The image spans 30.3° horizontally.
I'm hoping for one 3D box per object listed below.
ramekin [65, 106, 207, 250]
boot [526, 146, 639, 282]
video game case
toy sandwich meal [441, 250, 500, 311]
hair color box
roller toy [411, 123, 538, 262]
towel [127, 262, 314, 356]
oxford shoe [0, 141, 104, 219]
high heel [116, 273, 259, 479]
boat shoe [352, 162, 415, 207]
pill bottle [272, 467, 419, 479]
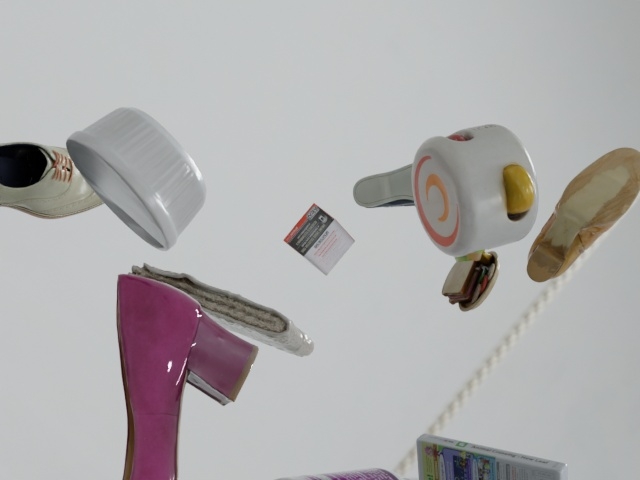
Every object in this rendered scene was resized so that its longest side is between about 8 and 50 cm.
[{"bbox_3d":[-0.322,-0.119,2.129,0.273,0.127,0.273,41,-19,17],"label":"ramekin"},{"bbox_3d":[0.464,-0.054,2.079,0.104,0.295,0.211,39,20,7],"label":"boot"},{"bbox_3d":[0.207,0.348,1.418,0.193,0.023,0.213,6,-71,36],"label":"video game case"},{"bbox_3d":[0.171,0.043,1.343,0.029,0.086,0.085,28,-7,-13],"label":"toy sandwich meal"},{"bbox_3d":[0.000,0.000,1.718,0.043,0.072,0.141,39,-2,18],"label":"hair color box"},{"bbox_3d":[0.242,-0.081,1.823,0.209,0.146,0.191,104,-34,-54],"label":"roller toy"},{"bbox_3d":[-0.151,0.107,1.847,0.282,0.049,0.187,19,-9,17],"label":"towel"},{"bbox_3d":[-0.530,-0.121,2.289,0.146,0.397,0.141,-15,-97,43],"label":"oxford shoe"},{"bbox_3d":[-0.224,0.224,1.276,0.181,0.377,0.127,31,-29,-8],"label":"high heel"},{"bbox_3d":[0.197,-0.114,2.563,0.079,0.254,0.095,-1,78,-63],"label":"boat shoe"},{"bbox_3d":[0.049,0.437,1.815,0.301,0.169,0.169,4,20,-43],"label":"pill bottle"}]
